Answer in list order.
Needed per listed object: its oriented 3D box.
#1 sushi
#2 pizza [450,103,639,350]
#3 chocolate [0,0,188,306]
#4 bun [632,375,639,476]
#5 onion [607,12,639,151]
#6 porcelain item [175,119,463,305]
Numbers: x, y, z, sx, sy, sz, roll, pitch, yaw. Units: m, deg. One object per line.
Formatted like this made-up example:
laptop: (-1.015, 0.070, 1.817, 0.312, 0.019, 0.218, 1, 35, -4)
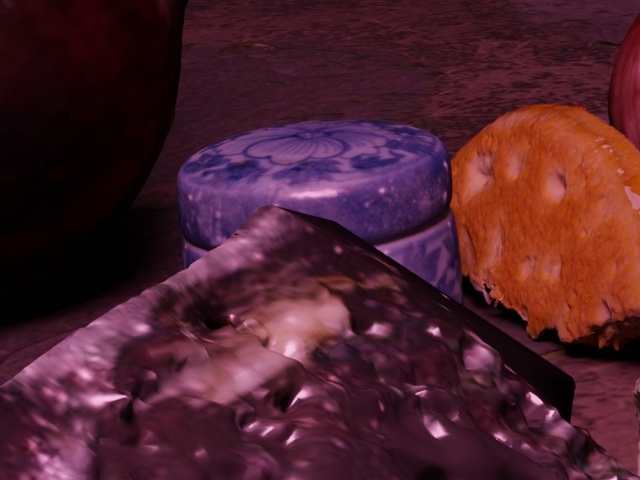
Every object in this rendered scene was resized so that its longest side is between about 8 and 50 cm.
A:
sushi: (0.000, 0.128, 0.434, 0.212, 0.215, 0.227, 32, 4, 10)
pizza: (0.133, -0.009, 1.035, 0.058, 0.127, 0.246, 12, 1, -24)
chocolate: (-0.241, -0.135, 1.111, 0.383, 0.384, 0.331, -8, 17, -10)
bun: (0.221, 0.087, 0.686, 0.221, 0.108, 0.221, -6, 9, 1)
onion: (0.328, -0.119, 1.041, 0.347, 0.285, 0.347, -4, 6, 0)
porcelain item: (0.000, 0.000, 1.020, 0.147, 0.114, 0.147, -4, 16, 1)
